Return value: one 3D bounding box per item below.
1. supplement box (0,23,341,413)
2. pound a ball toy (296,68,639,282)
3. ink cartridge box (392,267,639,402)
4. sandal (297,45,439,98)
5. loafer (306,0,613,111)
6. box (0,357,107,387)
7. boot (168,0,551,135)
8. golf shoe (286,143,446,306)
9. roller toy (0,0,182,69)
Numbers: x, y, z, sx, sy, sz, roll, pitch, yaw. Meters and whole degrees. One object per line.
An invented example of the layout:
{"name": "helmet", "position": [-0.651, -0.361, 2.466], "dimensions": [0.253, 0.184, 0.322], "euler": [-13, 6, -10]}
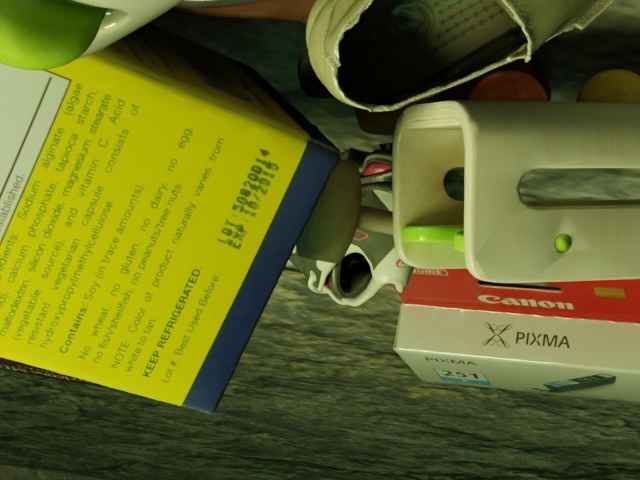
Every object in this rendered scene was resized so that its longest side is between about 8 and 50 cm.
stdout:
{"name": "supplement box", "position": [-0.204, -0.060, 0.830], "dimensions": [0.356, 0.194, 0.195], "euler": [20, -166, -27]}
{"name": "pound a ball toy", "position": [0.160, -0.048, 0.919], "dimensions": [0.319, 0.135, 0.208], "euler": [-1, -176, -18]}
{"name": "ink cartridge box", "position": [0.225, 0.103, 1.451], "dimensions": [0.296, 0.066, 0.261], "euler": [3, 160, 19]}
{"name": "sandal", "position": [0.061, -0.110, 0.785], "dimensions": [0.179, 0.040, 0.067], "euler": [-14, 160, 30]}
{"name": "loafer", "position": [0.104, -0.142, 0.676], "dimensions": [0.268, 0.092, 0.102], "euler": [-36, 114, 26]}
{"name": "box", "position": [-0.329, 0.042, 1.473], "dimensions": [0.191, 0.143, 0.381], "euler": [10, 162, 3]}
{"name": "boot", "position": [0.010, -0.146, 0.890], "dimensions": [0.264, 0.096, 0.280], "euler": [-7, 162, 11]}
{"name": "golf shoe", "position": [0.000, 0.000, 1.215], "dimensions": [0.105, 0.120, 0.273], "euler": [20, 160, -27]}
{"name": "roller toy", "position": [-0.138, -0.191, 0.668], "dimensions": [0.146, 0.209, 0.191], "euler": [-17, 106, 52]}
